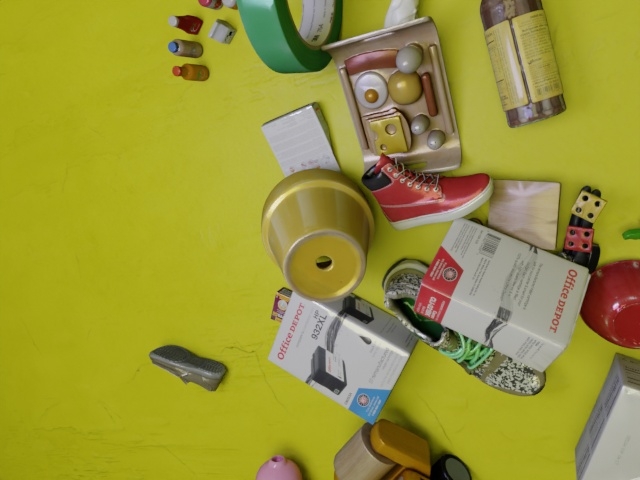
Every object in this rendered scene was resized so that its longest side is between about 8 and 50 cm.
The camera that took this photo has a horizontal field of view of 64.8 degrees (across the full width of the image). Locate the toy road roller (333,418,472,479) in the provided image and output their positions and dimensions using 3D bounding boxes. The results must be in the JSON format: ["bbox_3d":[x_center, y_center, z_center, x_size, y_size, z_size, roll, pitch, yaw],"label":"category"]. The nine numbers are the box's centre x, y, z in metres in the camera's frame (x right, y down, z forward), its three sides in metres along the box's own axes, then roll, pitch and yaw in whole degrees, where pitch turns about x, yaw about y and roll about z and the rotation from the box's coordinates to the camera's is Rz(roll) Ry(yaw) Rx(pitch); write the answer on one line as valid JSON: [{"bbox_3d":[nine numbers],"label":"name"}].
[{"bbox_3d":[0.194,0.606,1.176,0.330,0.240,0.202,31,116,-5],"label":"toy road roller"}]

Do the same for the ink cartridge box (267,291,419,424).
[{"bbox_3d":[0.053,0.258,1.232,0.308,0.129,0.223,28,114,15],"label":"ink cartridge box"}]

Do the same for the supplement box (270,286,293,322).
[{"bbox_3d":[-0.092,0.173,1.323,0.055,0.043,0.083,20,112,18],"label":"supplement box"}]

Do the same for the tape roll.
[{"bbox_3d":[-0.049,-0.486,0.961,0.077,0.321,0.321,5,106,23],"label":"tape roll"}]

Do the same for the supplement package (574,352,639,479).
[{"bbox_3d":[0.651,0.395,0.991,0.204,0.145,0.261,17,111,20],"label":"supplement package"}]

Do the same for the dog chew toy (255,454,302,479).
[{"bbox_3d":[-0.111,0.772,1.419,0.207,0.207,0.331,0,97,24],"label":"dog chew toy"}]

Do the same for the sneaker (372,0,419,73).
[{"bbox_3d":[0.175,-0.425,1.022,0.094,0.080,0.212,27,124,10],"label":"sneaker"}]

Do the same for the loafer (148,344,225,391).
[{"bbox_3d":[-0.402,0.385,1.493,0.251,0.094,0.087,15,106,20],"label":"loafer"}]

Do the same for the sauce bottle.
[{"bbox_3d":[0.359,-0.387,0.924,0.112,0.111,0.344,-12,100,27],"label":"sauce bottle"}]

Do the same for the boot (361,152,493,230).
[{"bbox_3d":[0.211,-0.122,1.031,0.244,0.088,0.176,-16,125,35],"label":"boot"}]

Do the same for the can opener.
[{"bbox_3d":[0.511,-0.016,0.994,0.059,0.073,0.186,-146,52,-61],"label":"can opener"}]

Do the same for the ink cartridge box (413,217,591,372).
[{"bbox_3d":[0.351,0.099,0.989,0.273,0.197,0.114,25,147,18],"label":"ink cartridge box"}]

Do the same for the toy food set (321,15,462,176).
[{"bbox_3d":[0.148,-0.272,1.026,0.220,0.092,0.306,-6,119,26],"label":"toy food set"}]

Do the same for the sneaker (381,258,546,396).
[{"bbox_3d":[0.287,0.214,1.083,0.410,0.182,0.158,35,116,12],"label":"sneaker"}]

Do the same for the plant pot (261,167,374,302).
[{"bbox_3d":[0.000,0.000,1.072,0.254,0.239,0.253,-2,115,-5],"label":"plant pot"}]

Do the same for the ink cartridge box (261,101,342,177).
[{"bbox_3d":[-0.038,-0.221,1.201,0.146,0.045,0.179,-16,116,27],"label":"ink cartridge box"}]

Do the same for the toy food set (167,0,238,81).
[{"bbox_3d":[-0.285,-0.497,1.186,0.111,0.104,0.232,44,117,8],"label":"toy food set"}]

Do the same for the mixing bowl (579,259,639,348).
[{"bbox_3d":[0.596,0.137,0.960,0.182,0.098,0.181,6,110,17],"label":"mixing bowl"}]

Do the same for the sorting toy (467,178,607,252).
[{"bbox_3d":[0.420,-0.056,1.012,0.275,0.046,0.132,8,107,38],"label":"sorting toy"}]

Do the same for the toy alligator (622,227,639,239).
[{"bbox_3d":[0.662,-0.027,0.924,0.190,0.056,0.051,-20,137,26],"label":"toy alligator"}]
